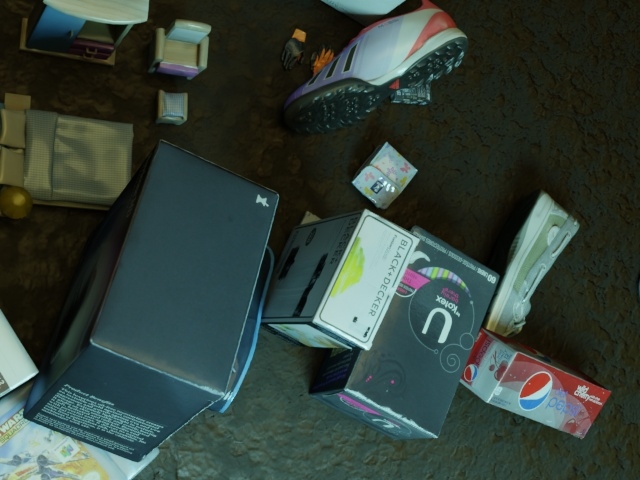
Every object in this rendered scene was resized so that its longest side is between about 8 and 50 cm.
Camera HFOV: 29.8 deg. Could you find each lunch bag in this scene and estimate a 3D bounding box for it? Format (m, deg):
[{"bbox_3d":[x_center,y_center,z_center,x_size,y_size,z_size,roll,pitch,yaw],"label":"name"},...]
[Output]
[{"bbox_3d":[0.097,-0.098,1.860,0.071,0.053,0.083,43,76,-9],"label":"lunch bag"}]

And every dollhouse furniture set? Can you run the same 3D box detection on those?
[{"bbox_3d":[-0.286,-0.169,1.629,0.286,0.198,0.303,7,78,-22],"label":"dollhouse furniture set"}]

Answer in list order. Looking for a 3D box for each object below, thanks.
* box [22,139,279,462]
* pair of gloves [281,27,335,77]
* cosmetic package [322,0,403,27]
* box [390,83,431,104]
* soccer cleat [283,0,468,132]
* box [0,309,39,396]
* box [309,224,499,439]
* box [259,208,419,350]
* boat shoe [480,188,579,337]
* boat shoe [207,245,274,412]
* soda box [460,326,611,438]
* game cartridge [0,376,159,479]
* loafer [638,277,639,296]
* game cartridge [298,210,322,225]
[{"bbox_3d":[-0.217,0.082,1.525,0.182,0.294,0.296,25,55,-18],"label":"box"},{"bbox_3d":[-0.019,-0.284,1.867,0.083,0.010,0.074,26,72,-16],"label":"pair of gloves"},{"bbox_3d":[0.047,-0.459,1.809,0.224,0.224,0.138,28,73,-16],"label":"cosmetic package"},{"bbox_3d":[0.143,-0.261,1.927,0.067,0.018,0.083,0,81,-23],"label":"box"},{"bbox_3d":[0.070,-0.269,1.856,0.318,0.108,0.116,-27,65,-12],"label":"soccer cleat"},{"bbox_3d":[-0.461,0.126,1.507,0.119,0.182,0.181,-32,94,-24],"label":"box"},{"bbox_3d":[0.124,0.139,1.777,0.165,0.143,0.270,28,71,-16],"label":"box"},{"bbox_3d":[0.012,0.057,1.655,0.087,0.290,0.169,29,78,-16],"label":"box"},{"bbox_3d":[0.312,0.068,1.888,0.103,0.118,0.320,33,62,-10],"label":"boat shoe"},{"bbox_3d":[-0.140,0.117,1.703,0.089,0.109,0.258,23,56,-19],"label":"boat shoe"},{"bbox_3d":[0.324,0.217,1.818,0.263,0.083,0.092,25,97,-42],"label":"soda box"},{"bbox_3d":[-0.382,0.302,1.581,0.297,0.062,0.198,-42,102,-24],"label":"game cartridge"},{"bbox_3d":[0.689,0.099,2.052,0.302,0.095,0.109,16,74,-20],"label":"loafer"},{"bbox_3d":[0.000,0.000,1.820,0.083,0.017,0.056,34,66,-14],"label":"game cartridge"}]
